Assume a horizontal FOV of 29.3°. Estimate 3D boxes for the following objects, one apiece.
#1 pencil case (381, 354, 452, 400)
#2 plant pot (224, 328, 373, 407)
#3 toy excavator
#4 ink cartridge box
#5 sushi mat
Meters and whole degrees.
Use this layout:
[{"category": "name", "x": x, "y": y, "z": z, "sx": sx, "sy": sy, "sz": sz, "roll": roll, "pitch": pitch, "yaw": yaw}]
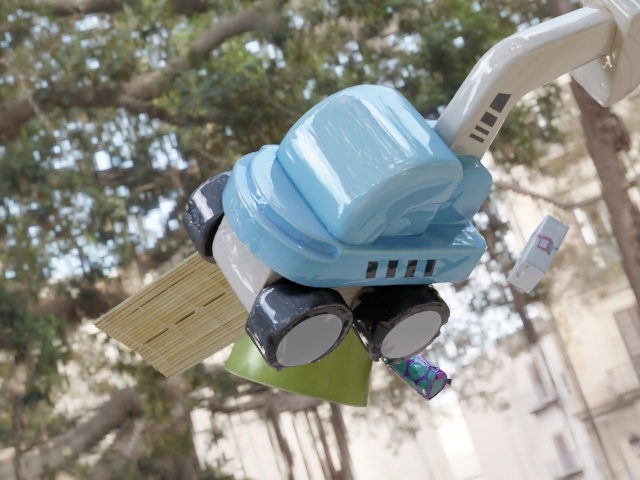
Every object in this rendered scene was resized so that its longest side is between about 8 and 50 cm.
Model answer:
[{"category": "pencil case", "x": 0.177, "y": 0.239, "z": 2.343, "sx": 0.064, "sy": 0.152, "sz": 0.070, "roll": -3, "pitch": -58, "yaw": -45}, {"category": "plant pot", "x": -0.008, "y": 0.132, "z": 2.277, "sx": 0.275, "sy": 0.293, "sz": 0.275, "roll": 15, "pitch": -2, "yaw": 0}, {"category": "toy excavator", "x": 0.125, "y": -0.092, "z": 1.336, "sx": 0.433, "sy": 0.222, "sz": 0.445, "roll": -1, "pitch": -46, "yaw": -38}, {"category": "ink cartridge box", "x": 0.404, "y": 0.026, "z": 2.276, "sx": 0.122, "sy": 0.052, "sz": 0.088, "roll": -56, "pitch": -5, "yaw": -31}, {"category": "sushi mat", "x": -0.165, "y": 0.093, "z": 1.669, "sx": 0.151, "sy": 0.019, "sz": 0.317, "roll": 41, "pitch": -49, "yaw": -21}]
